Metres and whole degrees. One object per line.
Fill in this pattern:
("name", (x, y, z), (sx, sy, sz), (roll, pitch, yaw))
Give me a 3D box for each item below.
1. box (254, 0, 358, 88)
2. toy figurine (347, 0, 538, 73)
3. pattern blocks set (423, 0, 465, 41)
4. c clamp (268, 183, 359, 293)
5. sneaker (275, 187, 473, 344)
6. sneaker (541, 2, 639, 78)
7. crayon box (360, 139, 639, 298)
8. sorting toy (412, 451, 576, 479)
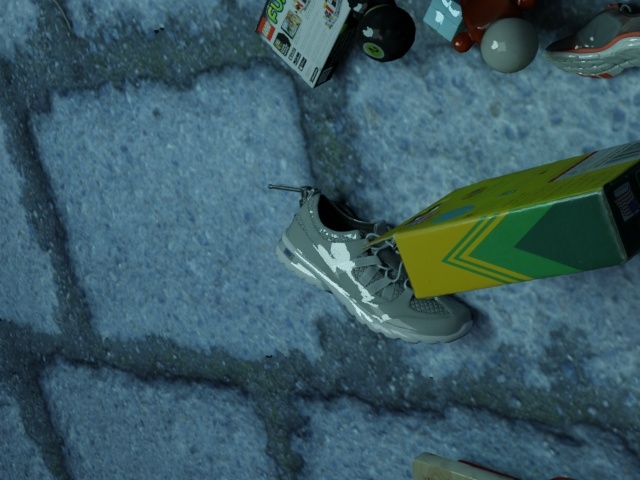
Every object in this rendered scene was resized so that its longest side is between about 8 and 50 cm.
("box", (-0.002, -0.293, 1.403), (0.114, 0.036, 0.207), (46, 140, 14))
("toy figurine", (0.134, -0.281, 1.177), (0.148, 0.213, 0.209), (-103, 24, -53))
("pattern blocks set", (0.061, -0.383, 1.338), (0.325, 0.026, 0.285), (33, 130, 25))
("c clamp", (0.000, 0.000, 1.597), (0.137, 0.022, 0.160), (4, 113, 35))
("sneaker", (0.071, 0.034, 1.485), (0.281, 0.105, 0.115), (29, 117, 18))
("sneaker", (0.297, -0.208, 1.205), (0.158, 0.061, 0.065), (2, 73, 54))
("crayon box", (0.225, -0.022, 1.252), (0.318, 0.202, 0.081), (-13, 102, 46))
("sorting toy", (0.258, 0.404, 1.519), (0.255, 0.089, 0.257), (11, 118, 38))
